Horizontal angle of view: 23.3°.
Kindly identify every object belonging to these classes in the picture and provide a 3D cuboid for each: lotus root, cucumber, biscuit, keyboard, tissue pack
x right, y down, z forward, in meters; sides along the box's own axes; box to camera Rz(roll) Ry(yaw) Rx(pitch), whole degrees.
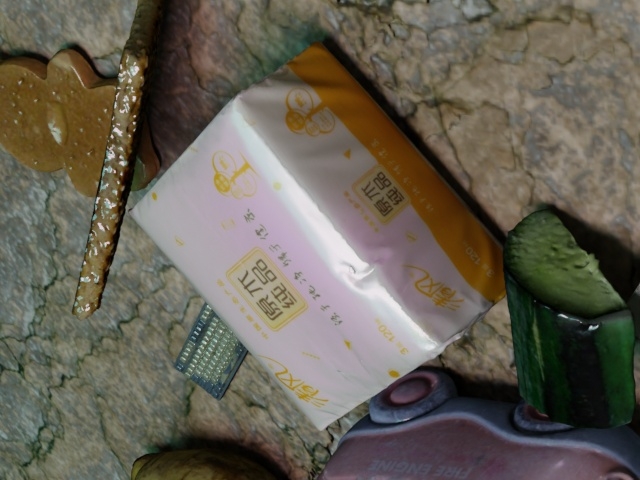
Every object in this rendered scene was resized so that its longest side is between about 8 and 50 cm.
[{"bbox_3d":[-0.109,0.256,1.430,0.214,0.138,0.138,15,131,46],"label":"lotus root"},{"bbox_3d":[0.161,0.058,1.047,0.116,0.062,0.115,-122,16,-53],"label":"cucumber"},{"bbox_3d":[-0.212,-0.098,1.305,0.184,0.027,0.133,1,121,37],"label":"biscuit"},{"bbox_3d":[-0.083,0.077,1.346,0.055,0.014,0.176,37,139,7],"label":"keyboard"},{"bbox_3d":[0.000,0.000,1.129,0.225,0.124,0.185,49,142,-1],"label":"tissue pack"},{"bbox_3d":[-0.152,-0.064,1.184,0.026,0.131,0.237,12,120,-4],"label":"biscuit"}]

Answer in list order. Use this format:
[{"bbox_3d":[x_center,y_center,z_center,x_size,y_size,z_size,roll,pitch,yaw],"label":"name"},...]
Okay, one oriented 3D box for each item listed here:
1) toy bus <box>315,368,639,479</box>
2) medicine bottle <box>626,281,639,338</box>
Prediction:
[{"bbox_3d":[0.109,0.239,1.141,0.294,0.232,0.197,1,121,40],"label":"toy bus"},{"bbox_3d":[0.302,0.050,0.965,0.201,0.052,0.171,36,138,14],"label":"medicine bottle"}]
